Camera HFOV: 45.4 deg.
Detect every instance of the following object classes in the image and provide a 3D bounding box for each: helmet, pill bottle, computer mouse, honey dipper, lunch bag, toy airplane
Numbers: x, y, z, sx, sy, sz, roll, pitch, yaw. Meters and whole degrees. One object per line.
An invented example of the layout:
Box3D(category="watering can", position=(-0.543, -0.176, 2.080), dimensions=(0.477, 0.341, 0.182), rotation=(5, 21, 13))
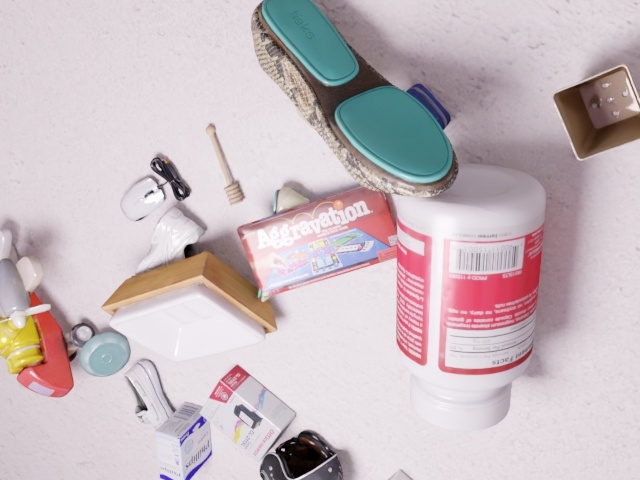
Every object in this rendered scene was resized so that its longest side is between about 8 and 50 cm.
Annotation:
Box3D(category="helmet", position=(-0.033, 0.503, 1.623), dimensions=(0.161, 0.169, 0.169), rotation=(35, 125, 29))
Box3D(category="pill bottle", position=(0.238, 0.096, 1.259), dimensions=(0.229, 0.229, 0.407), rotation=(10, 115, 24))
Box3D(category="computer mouse", position=(-0.363, -0.091, 1.607), dimensions=(0.193, 0.042, 0.106), rotation=(-32, 95, 34))
Box3D(category="honey dipper", position=(-0.193, -0.148, 1.502), dimensions=(0.030, 0.030, 0.160), rotation=(-15, 101, 32))
Box3D(category="lunch bag", position=(0.161, -0.209, 1.267), dimensions=(0.098, 0.065, 0.067), rotation=(49, 140, -1))
Box3D(category="toy airplane", position=(-0.750, 0.172, 1.785), dimensions=(0.384, 0.272, 0.386), rotation=(18, 124, 29))

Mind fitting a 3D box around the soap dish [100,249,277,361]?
Box3D(category="soap dish", position=(-0.264, 0.139, 1.561), dimensions=(0.291, 0.118, 0.229), rotation=(-17, 139, 33))

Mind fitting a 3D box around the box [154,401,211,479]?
Box3D(category="box", position=(-0.316, 0.472, 1.779), dimensions=(0.072, 0.126, 0.137), rotation=(10, 116, 22))

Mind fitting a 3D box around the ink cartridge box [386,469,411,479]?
Box3D(category="ink cartridge box", position=(0.187, 0.610, 1.593), dimensions=(0.219, 0.092, 0.160), rotation=(42, 124, 6))

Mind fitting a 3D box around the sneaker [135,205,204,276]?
Box3D(category="sneaker", position=(-0.313, 0.045, 1.616), dimensions=(0.115, 0.090, 0.232), rotation=(31, 127, 2))

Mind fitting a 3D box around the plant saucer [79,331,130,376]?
Box3D(category="plant saucer", position=(-0.504, 0.274, 1.802), dimensions=(0.021, 0.119, 0.119), rotation=(39, 134, 54))

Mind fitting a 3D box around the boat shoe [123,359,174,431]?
Box3D(category="boat shoe", position=(-0.408, 0.399, 1.818), dimensions=(0.083, 0.076, 0.226), rotation=(-14, 100, 47))

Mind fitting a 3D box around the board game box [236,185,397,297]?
Box3D(category="board game box", position=(0.000, 0.000, 1.411), dimensions=(0.281, 0.027, 0.145), rotation=(-18, 103, 13))

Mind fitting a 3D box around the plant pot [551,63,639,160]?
Box3D(category="plant pot", position=(0.416, -0.196, 1.118), dimensions=(0.109, 0.096, 0.109), rotation=(-20, 102, 33))

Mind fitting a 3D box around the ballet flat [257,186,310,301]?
Box3D(category="ballet flat", position=(-0.066, 0.017, 1.482), dimensions=(0.086, 0.086, 0.248), rotation=(21, 119, 18))

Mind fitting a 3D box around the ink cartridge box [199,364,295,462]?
Box3D(category="ink cartridge box", position=(-0.161, 0.382, 1.689), dimensions=(0.175, 0.072, 0.127), rotation=(38, 123, 9))

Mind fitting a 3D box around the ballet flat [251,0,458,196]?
Box3D(category="ballet flat", position=(0.044, -0.206, 1.234), dimensions=(0.483, 0.164, 0.182), rotation=(51, 155, 27))
